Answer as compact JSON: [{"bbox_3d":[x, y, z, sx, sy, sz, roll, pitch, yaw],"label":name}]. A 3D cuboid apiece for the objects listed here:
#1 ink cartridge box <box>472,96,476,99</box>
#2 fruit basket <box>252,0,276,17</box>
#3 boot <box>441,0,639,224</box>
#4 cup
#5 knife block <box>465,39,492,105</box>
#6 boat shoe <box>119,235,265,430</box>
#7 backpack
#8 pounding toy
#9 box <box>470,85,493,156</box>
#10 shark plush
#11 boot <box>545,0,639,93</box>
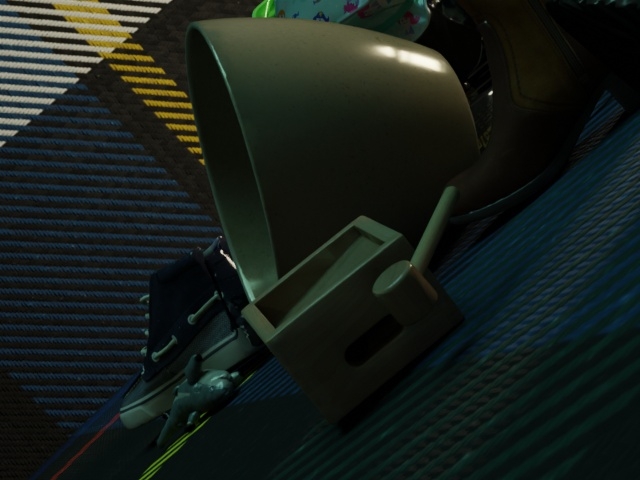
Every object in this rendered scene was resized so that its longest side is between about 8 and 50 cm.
[{"bbox_3d":[0.175,-0.272,1.780,0.255,0.189,0.097,-60,31,35],"label":"ink cartridge box"},{"bbox_3d":[0.112,-0.314,2.036,0.283,0.392,0.392,-46,5,-34],"label":"fruit basket"},{"bbox_3d":[0.134,-0.182,1.159,0.264,0.280,0.096,-41,5,27],"label":"boot"},{"bbox_3d":[0.021,-0.085,1.351,0.237,0.331,0.331,-16,-1,-11],"label":"cup"},{"bbox_3d":[0.137,-0.170,1.662,0.088,0.242,0.275,-54,-30,-76],"label":"knife block"},{"bbox_3d":[-0.184,0.121,1.755,0.340,0.158,0.127,-36,-6,40],"label":"boat shoe"},{"bbox_3d":[0.062,-0.282,1.511,0.225,0.191,0.253,-28,47,41],"label":"backpack"},{"bbox_3d":[0.053,0.049,0.990,0.181,0.094,0.206,-38,13,-5],"label":"pounding toy"},{"bbox_3d":[0.151,-0.100,1.665,0.183,0.059,0.232,-39,6,46],"label":"box"},{"bbox_3d":[-0.162,0.202,1.631,0.161,0.073,0.067,-35,39,25],"label":"shark plush"},{"bbox_3d":[0.300,-0.199,0.796,0.260,0.131,0.348,-50,16,-5],"label":"boot"}]
